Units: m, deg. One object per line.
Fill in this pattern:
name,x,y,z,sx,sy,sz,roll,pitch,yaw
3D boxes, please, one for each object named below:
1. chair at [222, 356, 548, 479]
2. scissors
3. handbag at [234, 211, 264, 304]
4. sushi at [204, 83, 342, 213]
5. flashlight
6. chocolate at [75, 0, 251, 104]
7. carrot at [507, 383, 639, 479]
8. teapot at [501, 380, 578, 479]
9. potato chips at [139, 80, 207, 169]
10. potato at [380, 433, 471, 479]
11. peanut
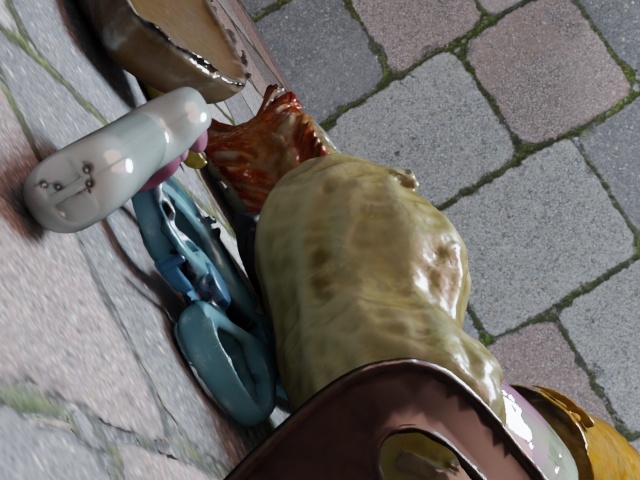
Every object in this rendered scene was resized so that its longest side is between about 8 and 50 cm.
chair,0.068,0.196,0.560,0.326,0.175,0.183,45,-9,-5
scissors,-0.045,0.072,1.093,0.393,0.032,0.180,49,19,-67
handbag,0.041,0.092,1.307,0.211,0.089,0.254,20,-34,51
sushi,0.000,0.000,1.477,0.332,0.124,0.130,60,-5,1
flashlight,-0.112,-0.042,0.851,0.047,0.093,0.200,58,11,-8
chocolate,-0.162,-0.205,1.331,0.161,0.083,0.261,30,24,-43
carrot,0.214,0.266,1.486,0.224,0.224,0.341,61,13,26
teapot,0.071,0.184,1.136,0.163,0.221,0.178,2,-40,50
potato chips,-0.149,-0.146,1.394,0.026,0.037,0.204,33,30,-56
potato,0.061,0.200,0.731,0.262,0.165,0.165,56,5,5
peanut,0.041,0.056,1.037,0.140,0.153,0.325,56,6,-37
